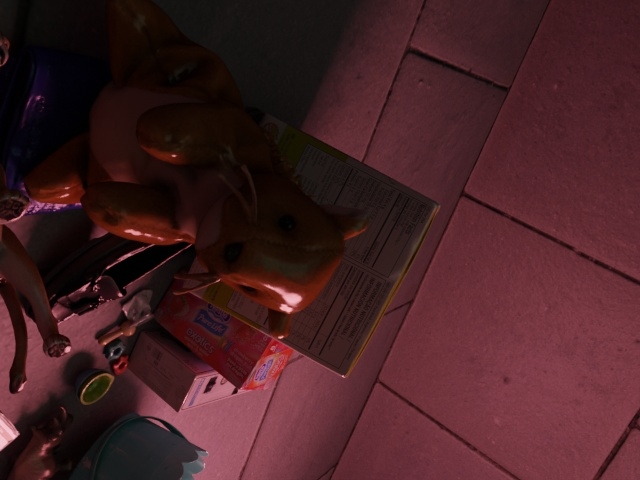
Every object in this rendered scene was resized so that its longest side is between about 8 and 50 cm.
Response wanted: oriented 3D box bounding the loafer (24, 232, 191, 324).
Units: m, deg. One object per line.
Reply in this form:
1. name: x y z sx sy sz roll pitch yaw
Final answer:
1. loafer: -0.316 0.042 0.910 0.302 0.095 0.109 -41 166 -8

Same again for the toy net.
1. toy net: -0.371 0.202 1.109 0.232 0.045 0.122 -56 154 -6

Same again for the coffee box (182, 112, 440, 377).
1. coffee box: 0.000 0.000 1.127 0.338 0.334 0.337 -63 175 8

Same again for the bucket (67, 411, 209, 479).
1. bucket: -0.379 0.501 1.192 0.281 0.183 0.281 -59 171 -16

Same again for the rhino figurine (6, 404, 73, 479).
1. rhino figurine: -0.506 0.403 1.051 0.243 0.073 0.106 -65 157 8

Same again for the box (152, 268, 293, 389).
1. box: -0.188 0.176 1.165 0.123 0.257 0.128 -58 155 1

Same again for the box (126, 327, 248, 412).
1. box: -0.246 0.260 1.258 0.290 0.169 0.087 5 113 -63

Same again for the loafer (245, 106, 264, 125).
1. loafer: -0.166 -0.123 1.082 0.267 0.084 0.096 -55 153 -9

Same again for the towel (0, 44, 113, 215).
1. towel: -0.309 -0.147 0.824 0.308 0.076 0.228 -10 133 -59

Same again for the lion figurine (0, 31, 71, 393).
1. lion figurine: -0.383 -0.031 0.633 0.142 0.240 0.392 -16 136 -35

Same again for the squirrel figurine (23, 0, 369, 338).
1. squirrel figurine: -0.104 -0.058 0.763 0.281 0.370 0.397 -56 157 7

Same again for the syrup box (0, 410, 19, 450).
1. syrup box: -0.566 0.313 0.818 0.237 0.093 0.096 -43 150 -30
